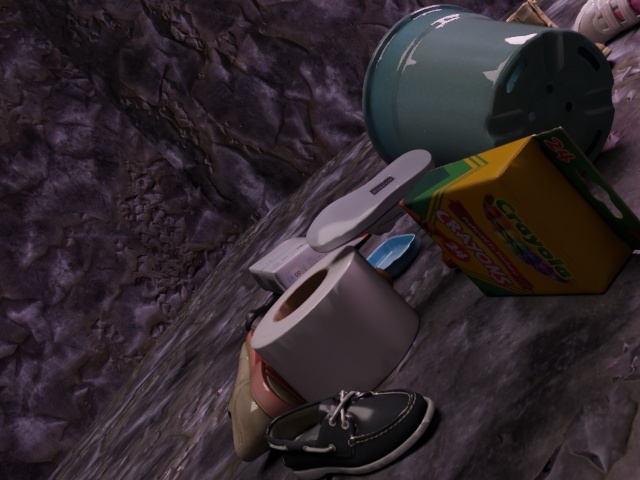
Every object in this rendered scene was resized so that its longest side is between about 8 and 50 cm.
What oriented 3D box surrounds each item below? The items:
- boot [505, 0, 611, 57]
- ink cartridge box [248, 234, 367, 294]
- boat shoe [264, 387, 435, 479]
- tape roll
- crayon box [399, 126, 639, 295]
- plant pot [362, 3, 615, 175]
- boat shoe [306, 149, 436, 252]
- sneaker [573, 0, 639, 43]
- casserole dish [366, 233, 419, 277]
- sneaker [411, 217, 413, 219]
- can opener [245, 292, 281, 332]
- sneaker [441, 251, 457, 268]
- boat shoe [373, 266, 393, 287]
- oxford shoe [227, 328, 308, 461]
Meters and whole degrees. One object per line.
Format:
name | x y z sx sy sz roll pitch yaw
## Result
boot | 0.513 -0.442 1.655 0.095 0.203 0.262 -44 9 4
ink cartridge box | 0.000 0.000 2.077 0.385 0.091 0.308 -40 10 -14
boat shoe | 0.028 0.259 1.038 0.302 0.091 0.114 -35 14 41
tape roll | 0.023 0.150 1.280 0.246 0.169 0.246 -43 11 10
crayon box | 0.256 -0.023 0.983 0.081 0.202 0.318 -48 10 -17
plant pot | 0.298 -0.240 1.309 0.341 0.341 0.334 -45 27 -7
boat shoe | 0.098 -0.048 1.278 0.258 0.084 0.095 -34 38 -1
sneaker | 0.669 -0.519 1.652 0.252 0.103 0.111 -39 10 29
casserole dish | 0.151 0.039 1.602 0.114 0.037 0.188 -47 10 -14
sneaker | 0.243 -0.093 1.612 0.094 0.091 0.258 -46 11 -12
can opener | -0.143 0.191 2.102 0.186 0.073 0.059 -47 -28 -34
sneaker | 0.269 -0.023 1.332 0.175 0.064 0.067 -45 0 -22
boat shoe | 0.045 0.108 1.518 0.307 0.111 0.104 -32 17 48
oxford shoe | -0.121 0.279 1.419 0.146 0.140 0.397 -52 7 4
